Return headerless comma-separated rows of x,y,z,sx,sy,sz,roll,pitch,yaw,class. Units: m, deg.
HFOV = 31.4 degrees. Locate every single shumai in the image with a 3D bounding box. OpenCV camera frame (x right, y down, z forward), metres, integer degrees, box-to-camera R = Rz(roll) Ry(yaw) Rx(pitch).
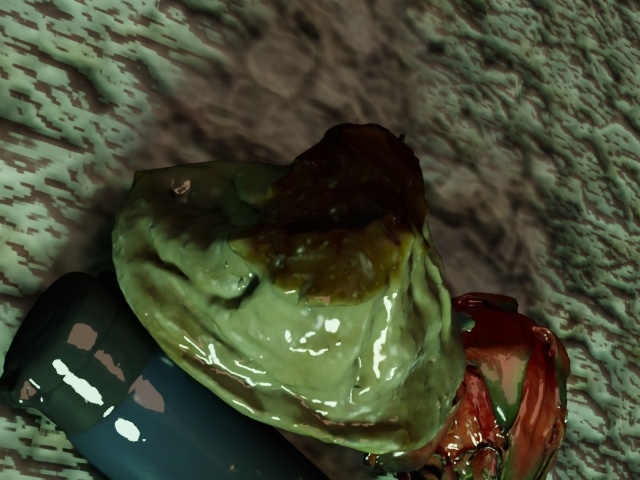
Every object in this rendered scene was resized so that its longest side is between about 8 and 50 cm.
0.000,0.000,0.549,0.201,0.120,0.201,24,29,-15,shumai

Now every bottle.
-0.050,0.113,0.568,0.244,0.072,0.082,45,65,-23,bottle

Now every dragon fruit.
0.083,0.097,0.656,0.130,0.121,0.142,-7,66,-5,dragon fruit
